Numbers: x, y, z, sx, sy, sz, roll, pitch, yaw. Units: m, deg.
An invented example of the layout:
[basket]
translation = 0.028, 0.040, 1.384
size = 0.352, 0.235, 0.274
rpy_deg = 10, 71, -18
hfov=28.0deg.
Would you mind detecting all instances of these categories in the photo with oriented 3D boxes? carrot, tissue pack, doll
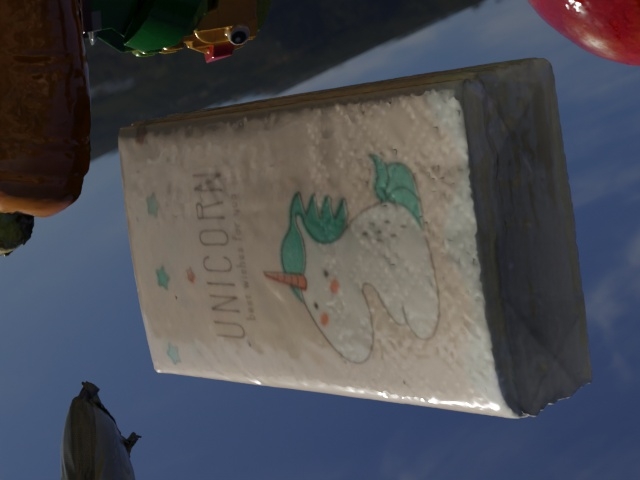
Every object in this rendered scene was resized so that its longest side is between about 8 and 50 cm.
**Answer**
[carrot]
translation = -0.125, -0.120, 0.514
size = 0.061, 0.257, 0.061
rpy_deg = 0, -170, 0
[tissue pack]
translation = 0.000, 0.000, 0.728
size = 0.071, 0.170, 0.325
rpy_deg = -16, -171, -37
[doll]
translation = -0.126, -0.214, 1.064
size = 0.134, 0.186, 0.106
rpy_deg = -57, -139, 25

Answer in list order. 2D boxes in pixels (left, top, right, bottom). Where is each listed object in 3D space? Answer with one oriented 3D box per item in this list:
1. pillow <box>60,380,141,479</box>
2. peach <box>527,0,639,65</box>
[pillow]
translation = -0.199, 0.271, 1.156
size = 0.059, 0.255, 0.169
rpy_deg = -10, 155, 8
[peach]
translation = 0.231, -0.240, 0.978
size = 0.190, 0.226, 0.196
rpy_deg = -49, -145, -11
